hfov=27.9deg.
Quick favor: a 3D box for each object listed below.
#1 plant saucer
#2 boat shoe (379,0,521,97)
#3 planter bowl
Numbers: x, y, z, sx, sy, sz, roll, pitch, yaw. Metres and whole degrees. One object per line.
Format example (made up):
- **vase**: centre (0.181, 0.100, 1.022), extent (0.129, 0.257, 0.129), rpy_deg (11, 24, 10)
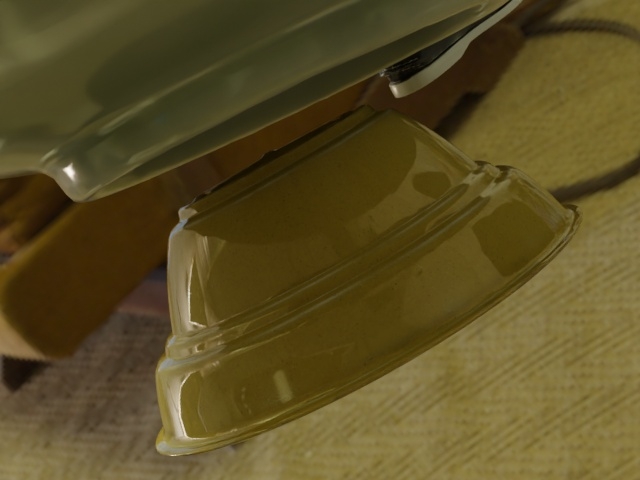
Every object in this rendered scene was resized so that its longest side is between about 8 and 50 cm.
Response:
- **plant saucer**: centre (-0.030, -0.104, 0.548), extent (0.400, 0.100, 0.400), rpy_deg (-26, 3, 1)
- **boat shoe**: centre (0.071, -0.126, 0.701), extent (0.125, 0.038, 0.046), rpy_deg (-44, 20, -29)
- **planter bowl**: centre (0.000, 0.000, 0.577), extent (0.217, 0.090, 0.217), rpy_deg (-28, 6, 3)
